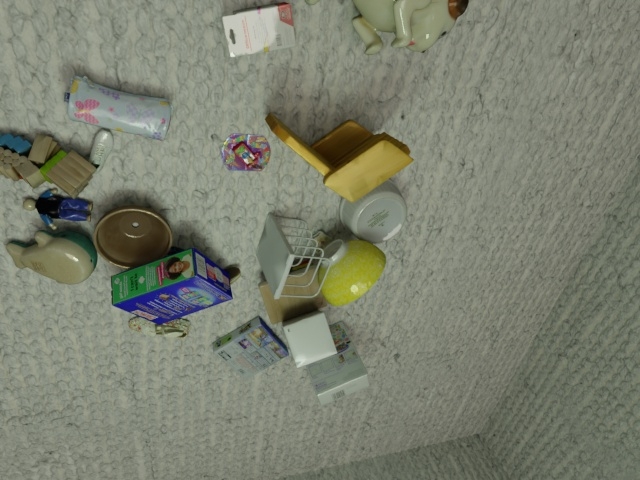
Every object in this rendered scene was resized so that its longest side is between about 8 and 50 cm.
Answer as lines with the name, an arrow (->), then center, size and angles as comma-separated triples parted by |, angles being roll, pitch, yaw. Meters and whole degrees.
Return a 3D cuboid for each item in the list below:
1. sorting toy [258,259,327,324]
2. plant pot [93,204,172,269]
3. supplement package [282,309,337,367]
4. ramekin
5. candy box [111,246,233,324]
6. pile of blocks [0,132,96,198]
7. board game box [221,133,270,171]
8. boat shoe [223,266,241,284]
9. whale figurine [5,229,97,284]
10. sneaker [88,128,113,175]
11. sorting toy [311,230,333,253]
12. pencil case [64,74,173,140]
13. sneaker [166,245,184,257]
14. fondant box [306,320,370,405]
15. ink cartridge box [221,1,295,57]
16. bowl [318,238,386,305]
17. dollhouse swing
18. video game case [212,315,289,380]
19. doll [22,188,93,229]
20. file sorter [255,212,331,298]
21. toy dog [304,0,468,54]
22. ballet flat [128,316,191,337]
sorting toy -> -0.118, 0.206, 1.789 | 0.255, 0.089, 0.257 | -18, 135, -9
plant pot -> -0.624, -0.028, 1.436 | 0.237, 0.110, 0.237 | -11, 126, -15
supplement package -> -0.055, 0.405, 1.809 | 0.177, 0.293, 0.175 | -18, 86, -7
ramekin -> 0.217, -0.108, 1.686 | 0.272, 0.127, 0.273 | -10, 126, -14
candy box -> -0.516, 0.170, 1.513 | 0.317, 0.122, 0.268 | -20, 152, 7
pile of blocks -> -0.845, -0.224, 1.237 | 0.362, 0.149, 0.112 | 15, 160, -17
board game box -> -0.248, -0.290, 1.446 | 0.168, 0.033, 0.133 | -2, 124, -20
boat shoe -> -0.390, 0.168, 1.696 | 0.189, 0.068, 0.072 | -25, 141, 10
whale figurine -> -0.867, 0.043, 1.401 | 0.271, 0.141, 0.216 | 4, 129, 6
sneaker -> -0.665, -0.261, 1.292 | 0.053, 0.061, 0.152 | 17, 114, -28
sorting toy -> 0.000, 0.000, 1.736 | 0.083, 0.045, 0.075 | -35, 121, 6
pencil case -> -0.568, -0.373, 1.220 | 0.273, 0.113, 0.124 | 10, 95, -26
sneaker -> -0.504, 0.090, 1.581 | 0.211, 0.080, 0.081 | 32, 106, -34
fondant box -> 0.052, 0.550, 1.948 | 0.238, 0.330, 0.096 | -20, 129, -7
ink cartridge box -> -0.180, -0.606, 1.233 | 0.198, 0.067, 0.115 | -16, 127, -12
bowl -> 0.086, 0.089, 1.616 | 0.289, 0.289, 0.156 | -40, 111, 9
dollhouse swing -> 0.047, -0.333, 1.341 | 0.315, 0.347, 0.305 | -34, 117, 4
video game case -> -0.311, 0.494, 1.944 | 0.244, 0.061, 0.270 | -30, 128, 2
doll -> -0.828, -0.097, 1.347 | 0.188, 0.046, 0.129 | 9, 99, -23
file sorter -> -0.106, 0.057, 1.590 | 0.173, 0.278, 0.193 | 6, 121, -29
toy dog -> 0.216, -0.714, 1.214 | 0.407, 0.284, 0.396 | 26, 75, -31
ballet flat -> -0.639, 0.351, 1.712 | 0.240, 0.077, 0.091 | 6, 121, -24
